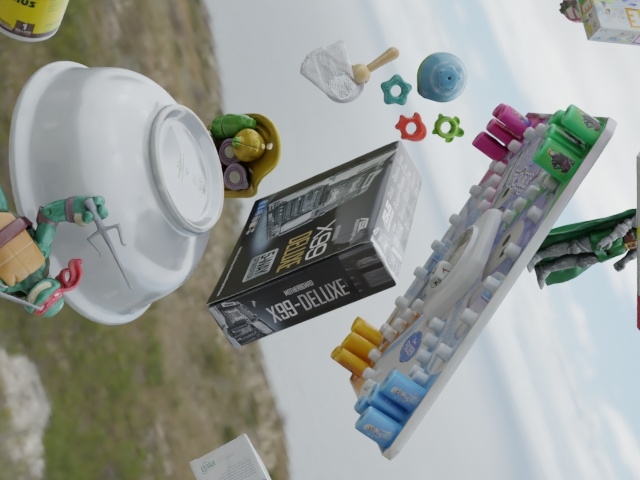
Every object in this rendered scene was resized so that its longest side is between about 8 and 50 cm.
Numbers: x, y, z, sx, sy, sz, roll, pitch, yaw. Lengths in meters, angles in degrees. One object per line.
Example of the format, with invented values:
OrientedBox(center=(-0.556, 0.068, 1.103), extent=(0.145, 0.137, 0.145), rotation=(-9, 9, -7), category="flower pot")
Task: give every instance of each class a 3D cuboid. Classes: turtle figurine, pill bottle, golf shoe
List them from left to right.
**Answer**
OrientedBox(center=(-0.305, 0.000, 1.374), extent=(0.234, 0.175, 0.118), rotation=(48, -34, -5), category="turtle figurine")
OrientedBox(center=(-0.419, -0.407, 2.129), extent=(0.215, 0.117, 0.117), rotation=(121, -35, -43), category="pill bottle")
OrientedBox(center=(0.360, -0.306, 1.876), extent=(0.086, 0.067, 0.186), rotation=(40, 10, 6), category="golf shoe")

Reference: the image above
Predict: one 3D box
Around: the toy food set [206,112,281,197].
OrientedBox(center=(-0.158, -0.129, 2.131), extent=(0.071, 0.217, 0.128), rotation=(10, 83, -47), category="toy food set")

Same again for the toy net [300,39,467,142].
OrientedBox(center=(0.082, -0.199, 1.894), extent=(0.045, 0.232, 0.122), rotation=(-139, -124, -75), category="toy net")

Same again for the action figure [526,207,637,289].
OrientedBox(center=(0.398, 0.002, 1.971), extent=(0.137, 0.232, 0.064), rotation=(46, 30, -49), category="action figure")

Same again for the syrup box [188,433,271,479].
OrientedBox(center=(-0.092, 0.402, 2.030), extent=(0.237, 0.093, 0.096), rotation=(60, -4, 33), category="syrup box")

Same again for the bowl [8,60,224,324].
OrientedBox(center=(-0.197, -0.064, 1.561), extent=(0.298, 0.134, 0.298), rotation=(41, 43, -54), category="bowl")

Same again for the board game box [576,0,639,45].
OrientedBox(center=(0.337, -0.252, 1.502), extent=(0.026, 0.154, 0.103), rotation=(132, -47, -54), category="board game box")

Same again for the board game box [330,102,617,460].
OrientedBox(center=(0.143, 0.019, 1.547), extent=(0.050, 0.390, 0.390), rotation=(33, 3, -6), category="board game box")

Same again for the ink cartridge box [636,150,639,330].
OrientedBox(center=(0.371, -0.014, 1.358), extent=(0.128, 0.127, 0.176), rotation=(-43, 132, -59), category="ink cartridge box")

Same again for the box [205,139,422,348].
OrientedBox(center=(0.000, 0.000, 1.915), extent=(0.077, 0.242, 0.307), rotation=(59, 23, -20), category="box")
